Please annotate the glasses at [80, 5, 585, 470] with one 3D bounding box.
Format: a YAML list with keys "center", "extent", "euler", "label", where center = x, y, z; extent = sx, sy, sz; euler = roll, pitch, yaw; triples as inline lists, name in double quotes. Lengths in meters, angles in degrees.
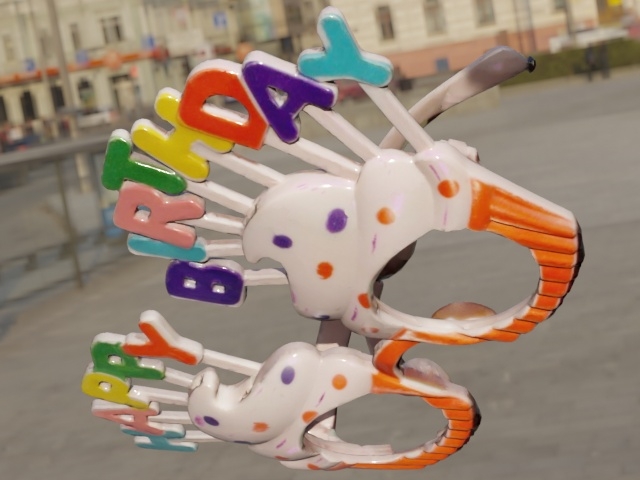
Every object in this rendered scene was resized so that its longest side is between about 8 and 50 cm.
- center: [-0.006, 0.004, 0.532]
  extent: [0.162, 0.255, 0.095]
  euler: [6, 48, -13]
  label: "glasses"
